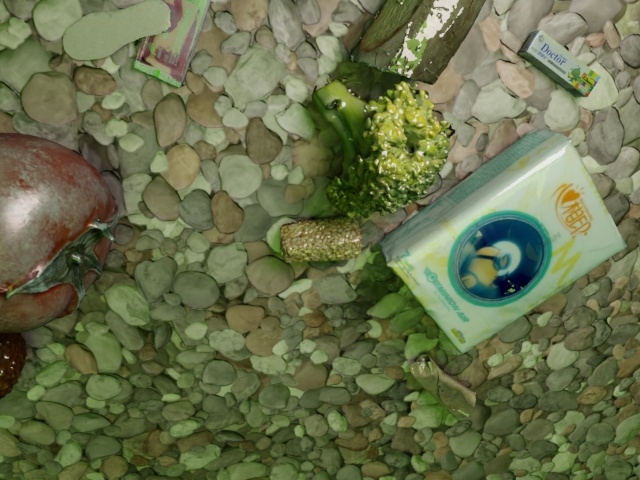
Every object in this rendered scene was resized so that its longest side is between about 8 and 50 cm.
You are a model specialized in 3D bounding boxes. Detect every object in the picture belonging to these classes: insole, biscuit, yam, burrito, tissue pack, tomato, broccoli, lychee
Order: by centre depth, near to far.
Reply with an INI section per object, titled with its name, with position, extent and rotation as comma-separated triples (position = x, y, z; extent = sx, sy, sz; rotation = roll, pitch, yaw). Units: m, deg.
[tomato]
position = -0.482, -0.014, 0.707
extent = 0.283, 0.316, 0.316
rotation = 19, 109, 2
[insole]
position = -0.335, -0.347, 0.732
extent = 0.197, 0.004, 0.065
rotation = -15, 116, 10
[yam]
position = 0.174, -0.367, 0.732
extent = 0.154, 0.154, 0.254
rotation = 30, 102, -17
[broccoli]
position = 0.080, -0.143, 0.758
extent = 0.273, 0.180, 0.242
rotation = 35, 140, -13
[lychee]
position = -0.671, 0.224, 0.849
extent = 0.200, 0.200, 0.238
rotation = 15, 101, -13
[biscuit]
position = 0.000, 0.000, 0.896
extent = 0.169, 0.082, 0.070
rotation = -6, 138, -5
[tissue pack]
position = 0.354, 0.009, 0.896
extent = 0.388, 0.162, 0.287
rotation = -37, 111, 9
[burrito]
position = 0.302, 0.358, 1.087
extent = 0.087, 0.060, 0.226
rotation = -40, 112, 15

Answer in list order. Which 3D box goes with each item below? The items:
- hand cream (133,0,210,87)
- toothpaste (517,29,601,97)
[hand cream]
position = -0.221, -0.393, 0.728
extent = 0.079, 0.050, 0.275
rotation = 32, 113, 9
[toothpaste]
position = 0.449, -0.327, 0.838
extent = 0.164, 0.034, 0.046
rotation = 27, 103, -16
